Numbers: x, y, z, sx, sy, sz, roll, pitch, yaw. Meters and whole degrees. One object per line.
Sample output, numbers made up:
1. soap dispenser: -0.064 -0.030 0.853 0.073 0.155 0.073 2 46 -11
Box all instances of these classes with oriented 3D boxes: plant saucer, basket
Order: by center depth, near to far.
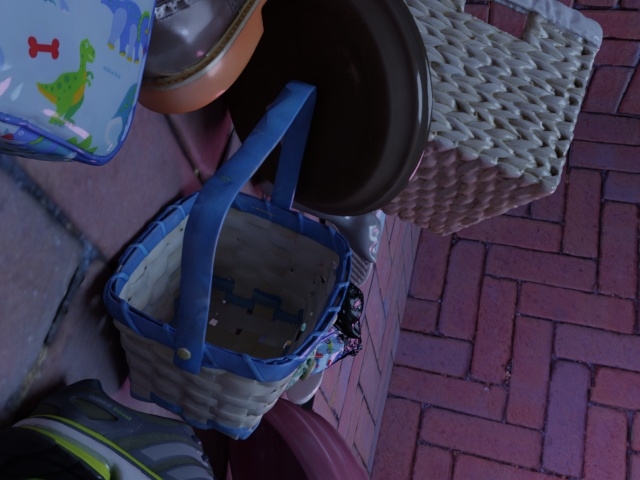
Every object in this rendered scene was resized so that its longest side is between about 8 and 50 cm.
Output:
1. basket: -0.072 0.018 0.615 0.255 0.201 0.289 -62 166 -50
2. plant saucer: -0.010 -0.153 0.675 0.041 0.278 0.278 -27 129 -42
3. plant saucer: -0.015 0.351 0.843 0.084 0.332 0.332 -16 122 -29
4. basket: 0.161 -0.199 0.954 0.331 0.328 0.266 149 -42 -68

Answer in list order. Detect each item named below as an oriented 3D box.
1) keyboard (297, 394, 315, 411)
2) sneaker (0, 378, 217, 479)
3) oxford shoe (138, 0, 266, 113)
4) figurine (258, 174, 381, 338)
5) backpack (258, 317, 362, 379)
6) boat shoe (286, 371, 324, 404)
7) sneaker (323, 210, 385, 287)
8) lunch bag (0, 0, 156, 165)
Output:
1. keyboard: -0.038 0.369 1.330 0.108 0.023 0.180 41 60 -66
2. sneaker: -0.107 0.211 0.515 0.111 0.300 0.121 -42 -166 20
3. oxford shoe: -0.081 -0.286 0.565 0.133 0.130 0.364 65 36 -55
4. figurine: 0.000 0.000 0.893 0.209 0.092 0.215 38 49 -24
5. backpack: -0.037 0.129 0.943 0.173 0.158 0.117 -23 113 -60
6. boat shoe: -0.023 0.250 1.249 0.184 0.066 0.063 -78 168 -55
7. sneaker: 0.073 -0.092 1.306 0.150 0.135 0.366 -69 171 -65
8. lunch bag: -0.174 -0.143 0.336 0.219 0.090 0.176 31 68 -71
